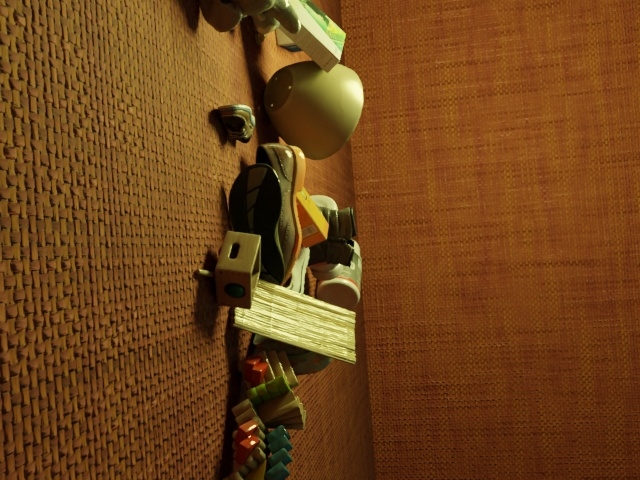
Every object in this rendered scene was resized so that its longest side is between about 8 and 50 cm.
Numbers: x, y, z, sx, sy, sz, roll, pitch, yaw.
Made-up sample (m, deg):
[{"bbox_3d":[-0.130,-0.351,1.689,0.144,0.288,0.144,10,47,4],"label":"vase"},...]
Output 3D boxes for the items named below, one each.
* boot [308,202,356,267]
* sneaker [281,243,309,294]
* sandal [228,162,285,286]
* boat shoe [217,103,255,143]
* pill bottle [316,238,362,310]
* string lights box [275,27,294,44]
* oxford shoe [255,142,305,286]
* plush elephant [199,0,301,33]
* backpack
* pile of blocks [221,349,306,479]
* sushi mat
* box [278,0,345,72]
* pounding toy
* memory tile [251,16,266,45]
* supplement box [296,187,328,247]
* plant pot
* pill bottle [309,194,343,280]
[{"bbox_3d":[-0.005,-0.086,1.939,0.118,0.223,0.338,-47,132,-76],"label":"boot"},{"bbox_3d":[-0.088,0.055,1.830,0.095,0.090,0.235,45,38,-59],"label":"sneaker"},{"bbox_3d":[-0.146,-0.029,1.501,0.086,0.120,0.302,-116,-157,-68],"label":"sandal"},{"bbox_3d":[-0.181,-0.259,1.474,0.183,0.066,0.066,11,76,-80],"label":"boat shoe"},{"bbox_3d":[0.075,0.121,2.483,0.283,0.161,0.161,-82,164,-52],"label":"pill bottle"},{"bbox_3d":[-0.087,-0.706,2.172,0.259,0.077,0.133,-49,133,-76],"label":"string lights box"},{"bbox_3d":[-0.130,-0.063,1.637,0.133,0.130,0.363,5,87,-47],"label":"oxford shoe"},{"bbox_3d":[-0.123,-0.557,1.410,0.330,0.272,0.255,28,38,-45],"label":"plush elephant"},{"bbox_3d":[-0.063,0.240,1.569,0.165,0.189,0.144,-78,161,-56],"label":"backpack"},{"bbox_3d":[-0.115,0.379,1.332,0.112,0.149,0.362,71,18,-56],"label":"pile of blocks"},{"bbox_3d":[-0.054,0.176,1.485,0.019,0.317,0.151,-46,-148,41],"label":"sushi mat"},{"bbox_3d":[-0.069,-0.617,1.778,0.322,0.058,0.232,40,30,-20],"label":"box"},{"bbox_3d":[-0.181,0.062,1.311,0.141,0.100,0.130,-80,177,-45],"label":"pounding toy"},{"bbox_3d":[-0.175,-0.627,1.827,0.113,0.012,0.148,-78,160,-59],"label":"memory tile"},{"bbox_3d":[-0.068,-0.094,1.804,0.233,0.080,0.078,57,23,-27],"label":"supplement box"},{"bbox_3d":[-0.047,-0.388,1.845,0.191,0.284,0.284,16,65,-42],"label":"plant pot"},{"bbox_3d":[0.000,0.000,2.139,0.152,0.153,0.272,-83,165,-48],"label":"pill bottle"}]
